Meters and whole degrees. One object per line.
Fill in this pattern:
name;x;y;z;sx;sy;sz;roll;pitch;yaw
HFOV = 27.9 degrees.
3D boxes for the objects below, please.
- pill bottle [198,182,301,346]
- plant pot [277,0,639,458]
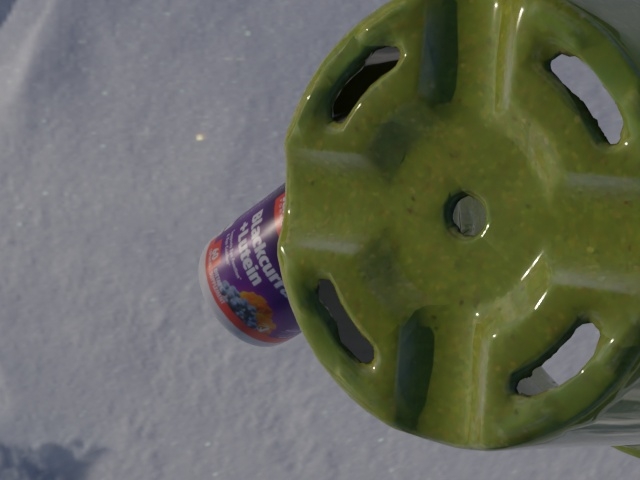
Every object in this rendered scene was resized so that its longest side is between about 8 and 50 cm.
pill bottle;0.000;0.000;1.012;0.193;0.108;0.108;-35;77;40
plant pot;0.124;-0.013;0.582;0.276;0.254;0.276;1;91;38
